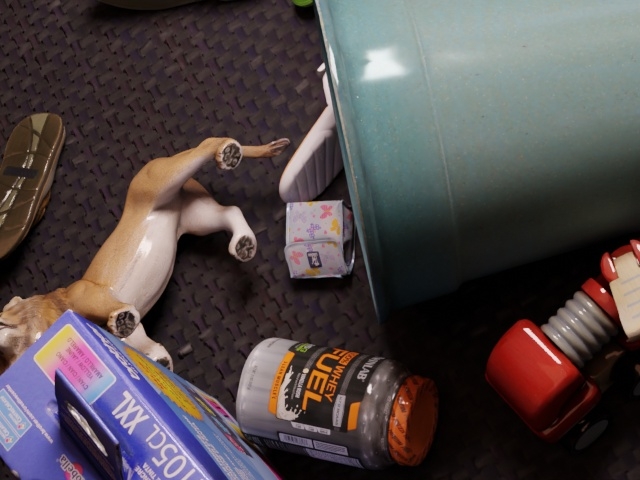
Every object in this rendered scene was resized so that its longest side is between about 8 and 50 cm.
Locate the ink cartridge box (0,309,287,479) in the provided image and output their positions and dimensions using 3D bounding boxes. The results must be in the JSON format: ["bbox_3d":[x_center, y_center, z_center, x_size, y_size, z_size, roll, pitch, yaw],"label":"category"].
[{"bbox_3d":[-0.160,0.235,1.567,0.151,0.395,0.270,-46,62,2],"label":"ink cartridge box"}]

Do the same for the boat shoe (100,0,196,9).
[{"bbox_3d":[-0.174,-0.329,1.956,0.227,0.081,0.069,-1,68,15],"label":"boat shoe"}]

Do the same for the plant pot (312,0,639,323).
[{"bbox_3d":[0.185,-0.115,1.587,0.334,0.341,0.341,-11,67,0],"label":"plant pot"}]

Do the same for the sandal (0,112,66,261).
[{"bbox_3d":[-0.365,-0.055,1.952,0.090,0.060,0.219,9,61,19],"label":"sandal"}]

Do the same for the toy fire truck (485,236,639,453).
[{"bbox_3d":[0.262,0.090,1.528,0.217,0.246,0.158,-43,61,3],"label":"toy fire truck"}]

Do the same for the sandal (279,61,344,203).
[{"bbox_3d":[0.023,-0.163,1.800,0.076,0.102,0.265,40,92,28],"label":"sandal"}]

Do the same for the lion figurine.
[{"bbox_3d":[-0.210,0.022,1.823,0.392,0.142,0.240,-51,32,-16],"label":"lion figurine"}]

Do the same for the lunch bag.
[{"bbox_3d":[0.000,0.000,1.780,0.071,0.053,0.083,-2,80,24],"label":"lunch bag"}]

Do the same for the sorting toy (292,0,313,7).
[{"bbox_3d":[0.018,-0.297,1.889,0.102,0.042,0.061,-32,47,23],"label":"sorting toy"}]

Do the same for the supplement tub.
[{"bbox_3d":[0.019,0.171,1.675,0.190,0.117,0.117,8,75,24],"label":"supplement tub"}]
